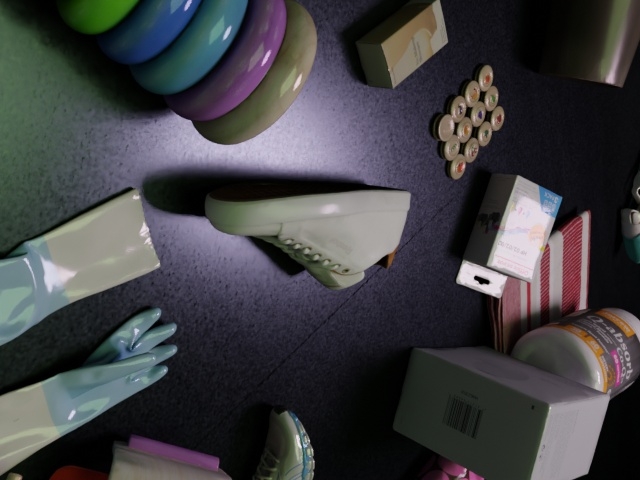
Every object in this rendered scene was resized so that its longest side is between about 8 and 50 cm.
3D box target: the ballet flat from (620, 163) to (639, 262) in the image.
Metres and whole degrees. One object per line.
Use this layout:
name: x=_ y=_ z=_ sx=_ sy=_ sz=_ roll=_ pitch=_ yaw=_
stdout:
ballet flat: x=0.700 y=-0.077 z=1.444 sx=0.087 sy=0.083 sz=0.247 roll=16 pitch=92 yaw=-23

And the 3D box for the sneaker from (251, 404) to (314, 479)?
sneaker: x=-0.057 y=0.291 z=0.787 sx=0.082 sy=0.071 sz=0.191 roll=-7 pitch=104 yaw=-29

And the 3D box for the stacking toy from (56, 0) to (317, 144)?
stacking toy: x=-0.154 y=-0.205 z=0.473 sx=0.330 sy=0.141 sz=0.141 roll=32 pitch=80 yaw=-42

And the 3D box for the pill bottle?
pill bottle: x=0.470 y=0.208 z=1.176 sx=0.278 sy=0.162 sz=0.162 roll=-10 pitch=111 yaw=-44

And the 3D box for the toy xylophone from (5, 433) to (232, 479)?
toy xylophone: x=-0.191 y=0.319 z=0.561 sx=0.236 sy=0.081 sz=0.323 roll=28 pitch=60 yaw=-12

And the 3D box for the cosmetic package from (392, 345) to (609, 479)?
cosmetic package: x=0.273 y=0.259 z=0.998 sx=0.224 sy=0.224 sz=0.138 roll=7 pitch=98 yaw=-47

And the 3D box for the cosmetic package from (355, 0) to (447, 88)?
cosmetic package: x=0.098 y=-0.233 z=0.778 sx=0.115 sy=0.041 sz=0.060 roll=-45 pitch=132 yaw=-26

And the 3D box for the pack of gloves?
pack of gloves: x=-0.220 y=0.089 z=0.561 sx=0.232 sy=0.046 sz=0.195 roll=-30 pitch=125 yaw=-36

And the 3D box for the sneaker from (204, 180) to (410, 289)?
sneaker: x=0.000 y=0.000 z=0.711 sx=0.290 sy=0.105 sz=0.123 roll=-2 pitch=103 yaw=-47

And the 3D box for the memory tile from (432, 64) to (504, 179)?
memory tile: x=0.215 y=-0.169 z=0.944 sx=0.148 sy=0.012 sz=0.113 roll=-49 pitch=133 yaw=-22

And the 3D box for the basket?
basket: x=0.420 y=-0.354 z=0.995 sx=0.204 sy=0.154 sz=0.227 roll=-5 pitch=111 yaw=-49

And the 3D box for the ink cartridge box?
ink cartridge box: x=0.292 y=-0.001 z=1.026 sx=0.104 sy=0.061 sz=0.181 roll=19 pitch=90 yaw=-27

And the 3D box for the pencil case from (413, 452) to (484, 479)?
pencil case: x=0.183 y=0.424 z=1.064 sx=0.209 sy=0.095 sz=0.098 roll=-43 pitch=95 yaw=-25

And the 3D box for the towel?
towel: x=0.411 y=0.104 z=1.227 sx=0.329 sy=0.037 sz=0.237 roll=-30 pitch=123 yaw=-37
